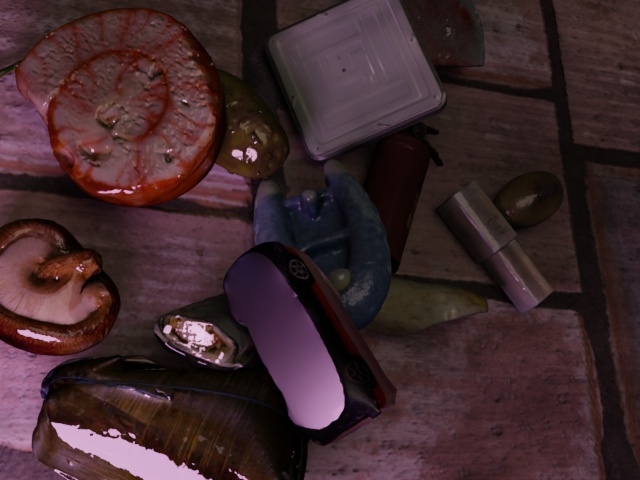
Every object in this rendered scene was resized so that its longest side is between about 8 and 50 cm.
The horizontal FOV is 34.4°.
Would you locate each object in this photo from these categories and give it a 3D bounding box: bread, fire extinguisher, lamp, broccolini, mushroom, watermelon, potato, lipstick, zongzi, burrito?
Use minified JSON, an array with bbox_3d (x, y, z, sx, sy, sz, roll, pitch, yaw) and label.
[{"bbox_3d":[-0.302,-0.216,1.665,0.295,0.114,0.327,-29,75,-10],"label":"bread"},{"bbox_3d":[0.146,-0.092,1.874,0.147,0.106,0.337,40,56,-32],"label":"fire extinguisher"},{"bbox_3d":[0.061,-0.303,1.874,0.269,0.047,0.266,-24,76,5],"label":"lamp"},{"bbox_3d":[-0.572,-0.264,1.669,0.194,0.054,0.052,-9,103,-33],"label":"broccolini"},{"bbox_3d":[-0.413,0.080,1.541,0.194,0.138,0.231,-31,72,-17],"label":"mushroom"},{"bbox_3d":[0.167,-0.412,2.017,0.318,0.148,0.226,35,76,-22],"label":"watermelon"},{"bbox_3d":[-0.160,-0.204,1.776,0.251,0.113,0.149,37,67,11],"label":"potato"},{"bbox_3d":[0.326,0.013,1.915,0.079,0.077,0.253,-36,86,-31],"label":"lipstick"},{"bbox_3d":[-0.185,0.236,1.571,0.403,0.208,0.432,22,36,3],"label":"zongzi"},{"bbox_3d":[0.134,0.112,1.785,0.333,0.087,0.107,12,74,-19],"label":"mushroom"},{"bbox_3d":[-0.145,0.126,1.590,0.144,0.089,0.229,21,16,12],"label":"burrito"}]

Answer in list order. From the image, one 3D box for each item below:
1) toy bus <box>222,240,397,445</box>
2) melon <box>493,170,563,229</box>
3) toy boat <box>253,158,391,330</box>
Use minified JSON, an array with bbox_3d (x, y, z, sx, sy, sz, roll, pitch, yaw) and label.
[{"bbox_3d":[-0.017,0.147,1.513,0.302,0.127,0.147,58,20,17],"label":"toy bus"},{"bbox_3d":[0.394,-0.076,1.972,0.162,0.099,0.099,-26,81,-29],"label":"melon"},{"bbox_3d":[0.000,0.000,1.686,0.215,0.123,0.330,-14,57,-1],"label":"toy boat"}]
